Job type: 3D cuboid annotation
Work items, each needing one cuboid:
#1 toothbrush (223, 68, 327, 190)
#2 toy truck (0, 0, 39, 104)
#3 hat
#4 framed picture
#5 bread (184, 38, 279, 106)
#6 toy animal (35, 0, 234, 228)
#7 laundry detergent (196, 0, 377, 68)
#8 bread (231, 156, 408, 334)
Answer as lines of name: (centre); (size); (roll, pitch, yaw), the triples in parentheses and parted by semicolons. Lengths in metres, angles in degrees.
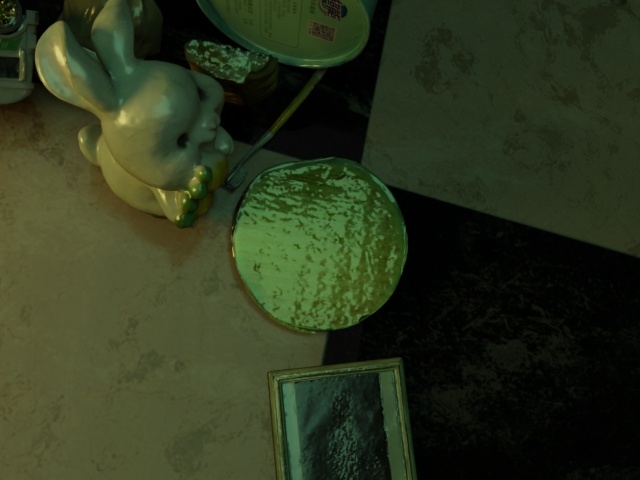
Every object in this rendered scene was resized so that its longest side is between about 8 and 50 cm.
toothbrush: (-0.070, -0.194, 0.994); (0.024, 0.021, 0.288); (42, 71, -15)
toy truck: (-0.566, -0.257, 0.757); (0.367, 0.146, 0.175); (-7, 112, -32)
hat: (-0.349, -0.314, 0.894); (0.166, 0.144, 0.173); (27, 50, -6)
framed picture: (0.042, 0.339, 0.912); (0.231, 0.018, 0.293); (-3, 80, -16)
bread: (-0.126, -0.250, 0.889); (0.128, 0.232, 0.088); (3, 100, -2)
toy animal: (-0.224, -0.151, 0.791); (0.247, 0.310, 0.183); (35, 75, 0)
laundry detergent: (-0.021, -0.484, 0.929); (0.287, 0.287, 0.305); (20, 75, -10)
bread: (0.003, 0.005, 0.959); (0.301, 0.045, 0.301); (2, 79, -12)
